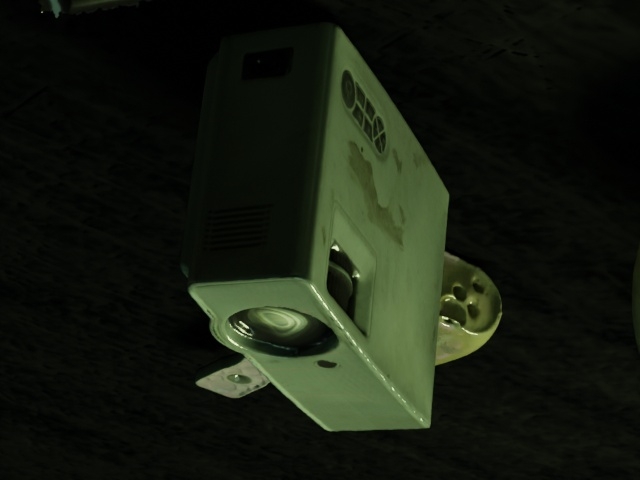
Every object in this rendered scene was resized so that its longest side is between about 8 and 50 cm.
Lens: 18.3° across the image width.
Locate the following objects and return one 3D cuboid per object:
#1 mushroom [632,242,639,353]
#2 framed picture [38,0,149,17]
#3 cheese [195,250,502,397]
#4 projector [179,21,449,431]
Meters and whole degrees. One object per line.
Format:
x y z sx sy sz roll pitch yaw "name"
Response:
0.203 0.026 0.799 0.154 0.122 0.154 18 126 27 "mushroom"
-0.024 -0.153 0.507 0.199 0.010 0.195 -7 122 24 "framed picture"
0.000 0.047 0.977 0.097 0.037 0.192 23 150 -28 "cheese"
0.000 0.000 0.791 0.061 0.115 0.147 -6 151 21 "projector"
